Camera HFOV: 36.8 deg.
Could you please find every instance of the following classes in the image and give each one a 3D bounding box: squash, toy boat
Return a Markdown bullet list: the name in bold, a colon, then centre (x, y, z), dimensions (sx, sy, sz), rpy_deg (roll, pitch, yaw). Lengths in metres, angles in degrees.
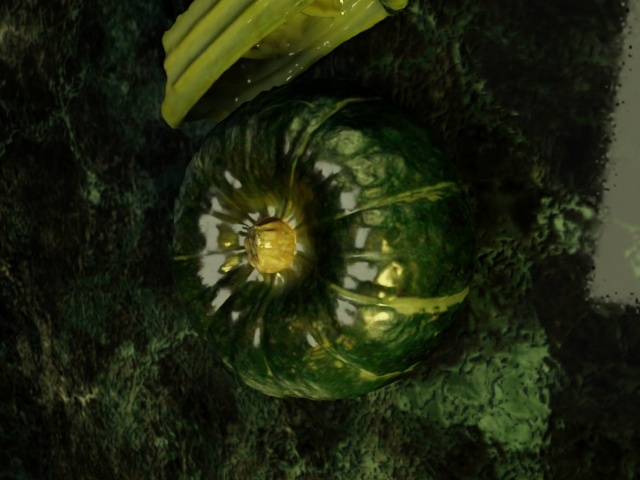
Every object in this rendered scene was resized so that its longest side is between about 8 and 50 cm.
- **squash**: centre (0.000, 0.000, 0.757), dimensions (0.252, 0.165, 0.252), rpy_deg (9, 107, 34)
- **toy boat**: centre (-0.023, -0.186, 0.770), dimensions (0.276, 0.111, 0.084), rpy_deg (-29, 77, 35)
